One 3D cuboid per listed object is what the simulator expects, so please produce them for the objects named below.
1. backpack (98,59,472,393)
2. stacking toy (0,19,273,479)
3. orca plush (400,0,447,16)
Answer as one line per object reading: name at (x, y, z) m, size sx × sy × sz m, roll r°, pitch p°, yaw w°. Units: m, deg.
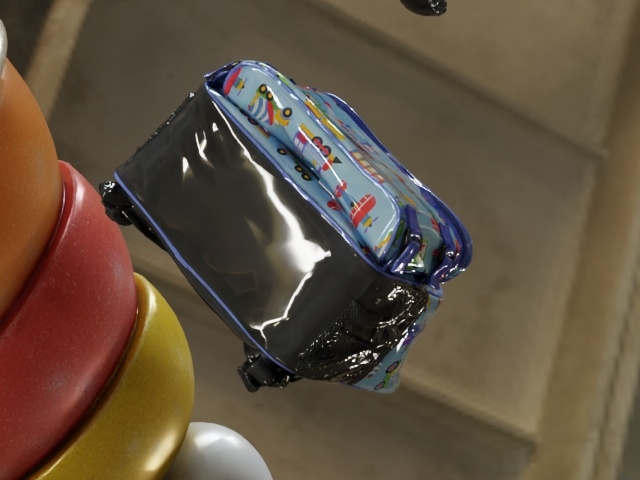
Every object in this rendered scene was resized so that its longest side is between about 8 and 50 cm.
backpack at (0.000, 0.000, 0.909) m, size 0.117 × 0.158 × 0.173 m, roll -47°, pitch -26°, yaw 11°
stacking toy at (-0.215, 0.096, 1.294) m, size 0.480 × 0.350 × 0.350 m, roll 44°, pitch -123°, yaw -27°
orca plush at (0.095, -0.240, 1.277) m, size 0.102 × 0.287 × 0.151 m, roll 38°, pitch -87°, yaw -31°
